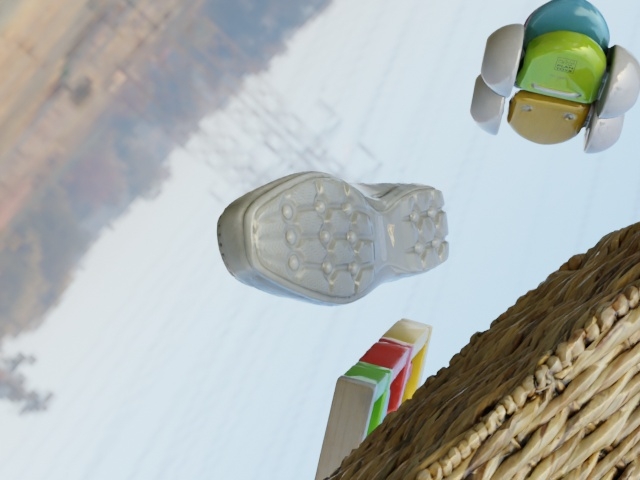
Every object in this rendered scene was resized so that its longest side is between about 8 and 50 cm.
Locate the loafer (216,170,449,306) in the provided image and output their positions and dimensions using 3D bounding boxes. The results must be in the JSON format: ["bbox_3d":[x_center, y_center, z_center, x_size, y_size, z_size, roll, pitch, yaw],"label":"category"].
[{"bbox_3d":[0.000,0.000,1.315,0.111,0.112,0.319,-6,176,28],"label":"loafer"}]

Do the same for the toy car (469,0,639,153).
[{"bbox_3d":[0.245,-0.180,1.646,0.182,0.159,0.136,96,7,-65],"label":"toy car"}]

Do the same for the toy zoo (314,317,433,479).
[{"bbox_3d":[0.038,0.171,1.271,0.293,0.030,0.192,-31,135,-74],"label":"toy zoo"}]

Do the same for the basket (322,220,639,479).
[{"bbox_3d":[0.164,0.158,0.962,0.299,0.223,0.213,-41,-175,-15],"label":"basket"}]
